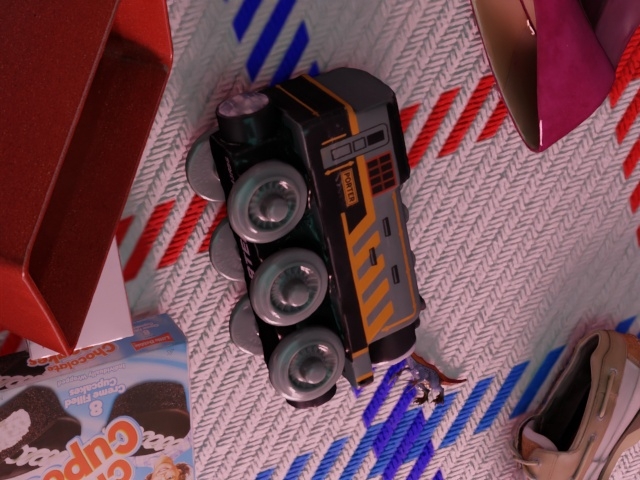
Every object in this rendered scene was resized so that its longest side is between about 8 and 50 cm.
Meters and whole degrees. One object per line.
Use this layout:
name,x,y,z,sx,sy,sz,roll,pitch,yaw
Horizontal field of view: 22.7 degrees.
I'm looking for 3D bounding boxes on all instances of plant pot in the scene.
plant pot,-0.264,-0.096,1.160,0.235,0.267,0.267,15,74,3

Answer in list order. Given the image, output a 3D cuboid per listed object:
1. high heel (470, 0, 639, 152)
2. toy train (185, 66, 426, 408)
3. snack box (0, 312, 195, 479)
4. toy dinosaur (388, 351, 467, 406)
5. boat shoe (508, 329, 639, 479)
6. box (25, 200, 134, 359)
high heel,0.142,-0.226,1.401,0.377,0.127,0.181,32,92,-32
toy train,0.000,0.000,1.478,0.190,0.142,0.334,-23,121,-17
snack box,-0.277,0.196,1.490,0.322,0.060,0.187,-15,125,-22
toy dinosaur,0.099,0.132,1.640,0.090,0.047,0.082,-36,118,-37
boat shoe,0.252,0.228,1.692,0.103,0.113,0.302,28,94,-27
box,-0.229,0.000,1.375,0.091,0.170,0.130,-13,121,-12
